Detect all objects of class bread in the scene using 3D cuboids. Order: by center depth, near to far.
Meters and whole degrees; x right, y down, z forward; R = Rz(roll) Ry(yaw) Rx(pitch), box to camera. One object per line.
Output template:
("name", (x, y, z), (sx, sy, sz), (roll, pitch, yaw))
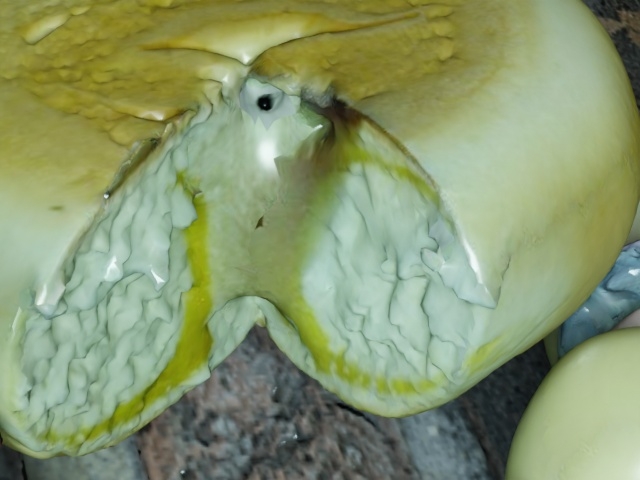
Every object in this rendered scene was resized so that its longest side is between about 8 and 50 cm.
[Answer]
("bread", (-0.031, -0.032, 0.530), (0.333, 0.160, 0.333), (0, 40, 0))

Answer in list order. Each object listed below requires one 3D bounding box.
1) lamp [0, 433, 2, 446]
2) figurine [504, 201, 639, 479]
("lamp", (-0.202, 0.139, 0.409), (0.223, 0.215, 0.151), (3, 67, 0))
("figurine", (0.179, 0.037, 0.573), (0.226, 0.275, 0.394), (14, 24, 23))
